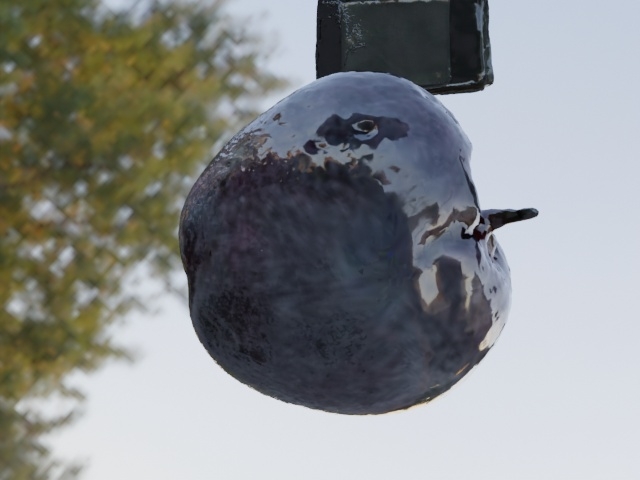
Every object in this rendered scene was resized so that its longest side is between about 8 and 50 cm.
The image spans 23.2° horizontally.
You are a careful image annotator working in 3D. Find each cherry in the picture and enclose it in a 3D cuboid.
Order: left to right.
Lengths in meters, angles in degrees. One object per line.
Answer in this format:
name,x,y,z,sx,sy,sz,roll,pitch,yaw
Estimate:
cherry,0.013,0.004,0.869,0.195,0.195,0.195,32,-24,16

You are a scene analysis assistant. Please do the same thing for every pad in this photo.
pad,0.078,-0.250,1.507,0.174,0.233,0.022,-3,-9,15
